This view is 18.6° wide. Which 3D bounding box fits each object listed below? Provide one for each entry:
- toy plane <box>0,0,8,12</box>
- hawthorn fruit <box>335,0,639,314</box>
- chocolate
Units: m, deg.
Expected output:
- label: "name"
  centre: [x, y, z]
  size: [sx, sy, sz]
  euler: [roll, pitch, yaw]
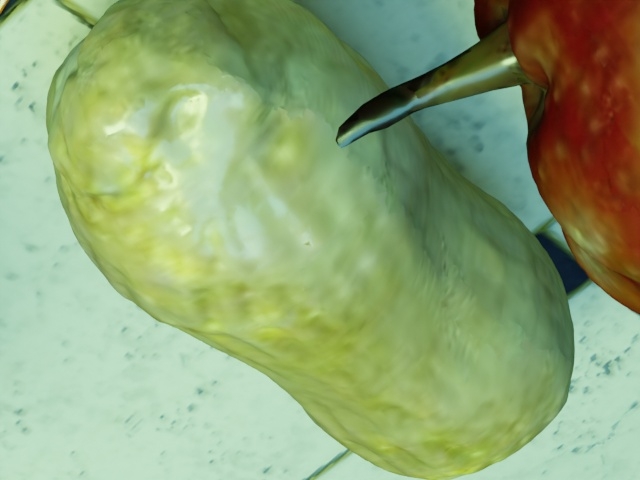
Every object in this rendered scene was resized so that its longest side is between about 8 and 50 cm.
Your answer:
- label: "toy plane"
  centre: [-0.144, -0.131, 0.647]
  size: [0.135, 0.062, 0.188]
  euler: [20, 110, -35]
- label: "hawthorn fruit"
  centre: [0.153, -0.065, 0.686]
  size: [0.300, 0.254, 0.254]
  euler: [-16, 138, 0]
- label: "chocolate"
  centre: [0.000, 0.000, 0.781]
  size: [0.134, 0.134, 0.309]
  euler: [-34, 140, 15]
